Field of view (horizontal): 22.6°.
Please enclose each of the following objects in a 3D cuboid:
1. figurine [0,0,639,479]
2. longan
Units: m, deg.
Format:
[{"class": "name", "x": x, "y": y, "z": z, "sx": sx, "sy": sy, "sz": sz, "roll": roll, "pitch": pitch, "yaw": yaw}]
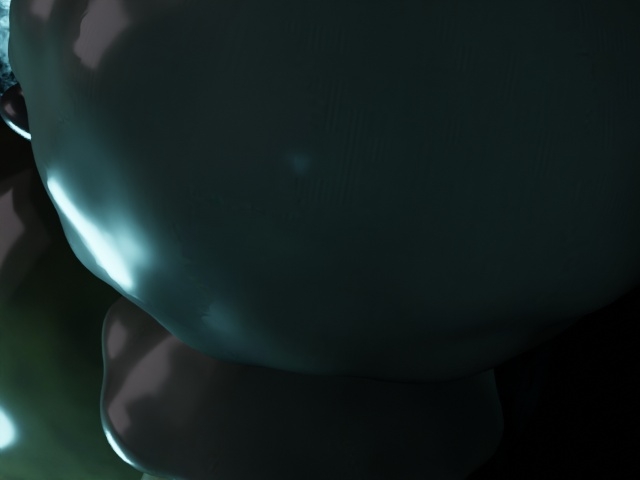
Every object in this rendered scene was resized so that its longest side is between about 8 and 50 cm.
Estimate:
[{"class": "figurine", "x": 0.000, "y": 0.001, "z": 0.538, "sx": 0.203, "sy": 0.248, "sz": 0.381, "roll": -98, "pitch": 18, "yaw": -61}, {"class": "longan", "x": -0.175, "y": 0.064, "z": 1.332, "sx": 0.404, "sy": 0.336, "sz": 0.404, "roll": 166, "pitch": 90, "yaw": -71}]
